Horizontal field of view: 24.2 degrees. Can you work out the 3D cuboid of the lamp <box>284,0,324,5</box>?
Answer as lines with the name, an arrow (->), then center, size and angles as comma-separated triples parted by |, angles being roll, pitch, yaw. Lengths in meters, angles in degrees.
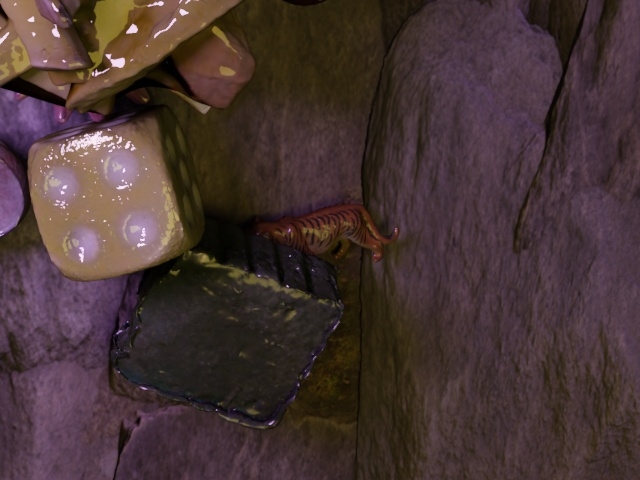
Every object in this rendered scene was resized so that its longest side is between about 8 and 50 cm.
lamp -> -0.020, -0.354, 1.743 | 0.135, 0.156, 0.157 | 20, 74, 3

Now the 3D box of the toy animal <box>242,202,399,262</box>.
toy animal -> 0.000, 0.000, 2.024 | 0.241, 0.057, 0.099 | -14, 125, -19

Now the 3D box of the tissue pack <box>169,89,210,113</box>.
tissue pack -> -0.162, -0.207, 1.803 | 0.094, 0.059, 0.074 | 34, 98, -39

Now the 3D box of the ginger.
ginger -> -0.245, -0.307, 1.535 | 0.413, 0.211, 0.358 | 10, 91, -21

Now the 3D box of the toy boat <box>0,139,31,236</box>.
toy boat -> -0.444, -0.080, 1.733 | 0.227, 0.085, 0.155 | 23, 110, -25

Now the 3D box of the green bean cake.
green bean cake -> -0.125, 0.105, 1.950 | 0.255, 0.132, 0.241 | 19, 121, -19

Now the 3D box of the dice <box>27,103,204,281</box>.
dice -> -0.237, -0.058, 1.751 | 0.166, 0.169, 0.169 | -14, 102, 6

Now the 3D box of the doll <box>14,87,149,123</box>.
doll -> -0.263, -0.242, 1.695 | 0.262, 0.093, 0.211 | -21, 103, -19
